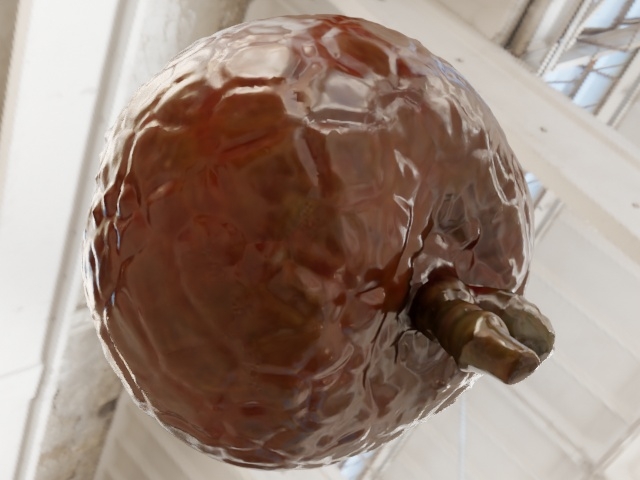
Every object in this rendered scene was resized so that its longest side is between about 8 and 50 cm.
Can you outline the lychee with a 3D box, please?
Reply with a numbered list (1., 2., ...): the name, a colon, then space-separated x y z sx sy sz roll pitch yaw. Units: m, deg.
1. lychee: 0.000 0.000 0.476 0.300 0.255 0.255 7 -69 42
